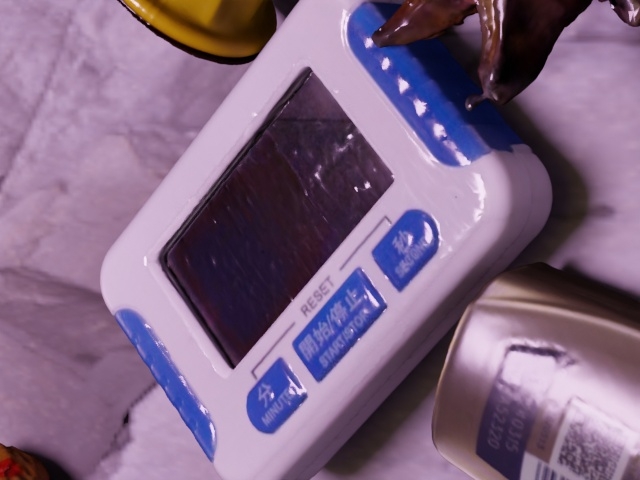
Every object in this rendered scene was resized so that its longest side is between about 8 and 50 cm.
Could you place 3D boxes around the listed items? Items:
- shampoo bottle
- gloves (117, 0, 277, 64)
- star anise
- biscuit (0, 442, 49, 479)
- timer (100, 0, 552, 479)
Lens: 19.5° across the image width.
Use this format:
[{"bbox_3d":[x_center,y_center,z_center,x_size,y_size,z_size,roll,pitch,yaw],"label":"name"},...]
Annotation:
[{"bbox_3d":[0.211,0.129,0.854,0.350,0.084,0.125,28,115,33],"label":"shampoo bottle"},{"bbox_3d":[0.004,-0.234,0.945,0.294,0.116,0.133,-51,59,29],"label":"gloves"},{"bbox_3d":[0.127,-0.180,0.882,0.272,0.102,0.272,-29,52,45],"label":"star anise"},{"bbox_3d":[-0.228,0.276,1.135,0.262,0.052,0.277,-60,27,13],"label":"biscuit"},{"bbox_3d":[0.000,0.000,1.012,0.253,0.078,0.178,-49,63,29],"label":"timer"}]
